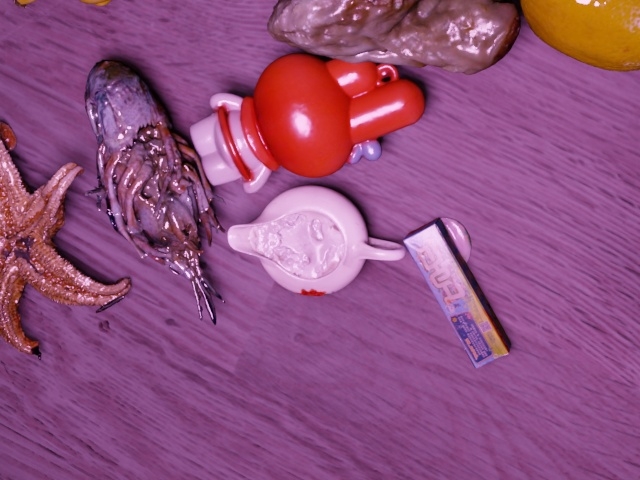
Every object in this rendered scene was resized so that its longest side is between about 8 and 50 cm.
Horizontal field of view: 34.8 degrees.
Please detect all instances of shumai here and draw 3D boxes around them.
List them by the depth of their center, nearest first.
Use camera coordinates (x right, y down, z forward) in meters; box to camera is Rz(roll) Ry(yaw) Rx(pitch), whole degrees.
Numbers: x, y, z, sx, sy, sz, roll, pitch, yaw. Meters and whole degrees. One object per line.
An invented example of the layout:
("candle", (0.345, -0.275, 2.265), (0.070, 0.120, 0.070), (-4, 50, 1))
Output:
("shumai", (0.087, -0.253, 1.191), (0.272, 0.222, 0.203), (-20, 112, 21))

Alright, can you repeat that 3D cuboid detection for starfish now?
("starfish", (-0.399, -0.003, 1.413), (0.303, 0.113, 0.312), (40, 117, 5))

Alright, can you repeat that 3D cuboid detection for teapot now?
("teapot", (0.000, 0.000, 1.319), (0.226, 0.092, 0.145), (4, 106, 13))

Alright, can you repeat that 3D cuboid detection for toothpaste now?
("toothpaste", (0.186, 0.063, 1.312), (0.070, 0.044, 0.193), (-29, 94, 19))

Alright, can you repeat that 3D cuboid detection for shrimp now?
("shrimp", (-0.229, -0.055, 1.324), (0.372, 0.172, 0.137), (64, 151, 6))

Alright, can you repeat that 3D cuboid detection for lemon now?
("lemon", (0.326, -0.280, 1.130), (0.248, 0.184, 0.184), (24, 107, -4))

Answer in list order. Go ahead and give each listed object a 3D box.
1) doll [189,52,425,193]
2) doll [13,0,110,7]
("doll", (-0.017, -0.154, 1.271), (0.290, 0.130, 0.161), (-19, 92, 11))
("doll", (-0.298, -0.364, 1.299), (0.221, 0.143, 0.135), (0, 131, 20))
